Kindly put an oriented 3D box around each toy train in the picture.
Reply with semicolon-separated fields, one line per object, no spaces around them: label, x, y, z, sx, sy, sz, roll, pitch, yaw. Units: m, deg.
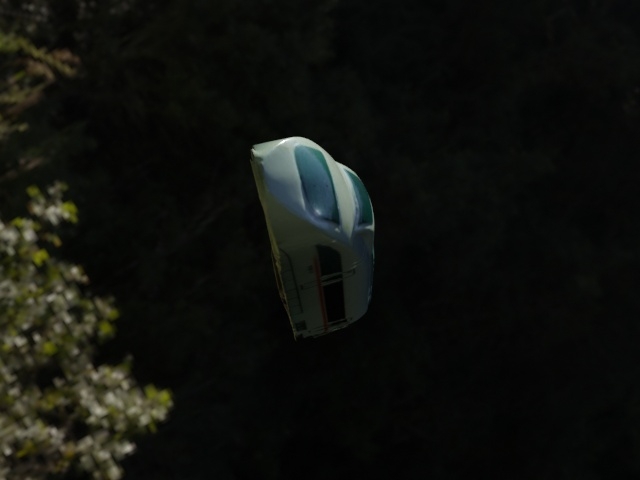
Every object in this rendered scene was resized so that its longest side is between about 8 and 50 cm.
toy train;0.000;0.000;1.147;0.407;0.088;0.086;82;-5;-76
